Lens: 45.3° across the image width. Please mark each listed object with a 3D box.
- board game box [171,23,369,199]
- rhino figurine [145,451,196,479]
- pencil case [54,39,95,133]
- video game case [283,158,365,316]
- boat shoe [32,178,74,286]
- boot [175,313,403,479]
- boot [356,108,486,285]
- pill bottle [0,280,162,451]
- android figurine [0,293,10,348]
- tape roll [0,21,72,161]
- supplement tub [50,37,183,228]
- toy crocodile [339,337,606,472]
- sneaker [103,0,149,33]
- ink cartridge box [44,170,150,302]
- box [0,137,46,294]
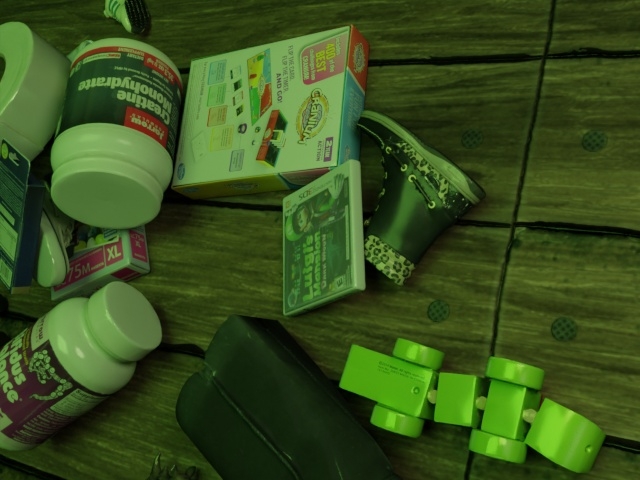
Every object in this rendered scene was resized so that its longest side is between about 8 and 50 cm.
[{"bbox_3d":[-0.084,-0.199,1.236,0.317,0.064,0.242,-3,72,30],"label":"board game box"},{"bbox_3d":[-0.194,0.411,1.083,0.106,0.073,0.243,-37,57,19],"label":"rhino figurine"},{"bbox_3d":[-0.514,-0.279,1.489,0.273,0.113,0.124,-23,70,22],"label":"pencil case"},{"bbox_3d":[0.000,0.000,1.102,0.173,0.022,0.190,-26,59,49],"label":"video game case"},{"bbox_3d":[-0.470,-0.022,1.320,0.267,0.088,0.096,46,124,39],"label":"boat shoe"},{"bbox_3d":[-0.066,0.359,0.980,0.367,0.146,0.445,-50,57,2],"label":"boot"},{"bbox_3d":[0.093,-0.066,1.075,0.236,0.085,0.178,43,100,35],"label":"boot"},{"bbox_3d":[-0.405,0.196,1.225,0.302,0.169,0.169,-35,59,16],"label":"pill bottle"},{"bbox_3d":[-0.710,0.209,1.471,0.273,0.056,0.248,-26,62,19],"label":"android figurine"},{"bbox_3d":[-0.576,-0.246,1.370,0.286,0.100,0.286,-16,56,26],"label":"tape roll"},{"bbox_3d":[-0.333,-0.176,1.262,0.191,0.191,0.272,-16,56,25],"label":"supplement tub"},{"bbox_3d":[0.169,0.195,0.936,0.341,0.105,0.115,7,77,37],"label":"toy crocodile"},{"bbox_3d":[-0.390,-0.453,1.521,0.075,0.057,0.161,-42,57,32],"label":"sneaker"},{"bbox_3d":[-0.410,-0.057,1.384,0.186,0.065,0.311,-23,61,22],"label":"ink cartridge box"},{"bbox_3d":[-0.497,-0.042,1.252,0.136,0.037,0.225,33,116,44],"label":"box"}]
